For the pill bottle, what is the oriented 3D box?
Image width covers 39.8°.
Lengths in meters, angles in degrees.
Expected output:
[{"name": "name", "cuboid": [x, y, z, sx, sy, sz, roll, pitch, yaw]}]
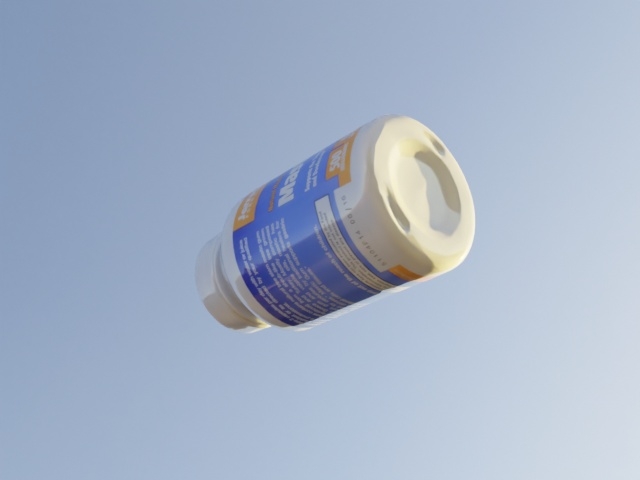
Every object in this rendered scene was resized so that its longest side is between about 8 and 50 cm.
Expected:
[{"name": "pill bottle", "cuboid": [0.000, 0.000, 0.857, 0.152, 0.152, 0.272, 22, -35, -38]}]
